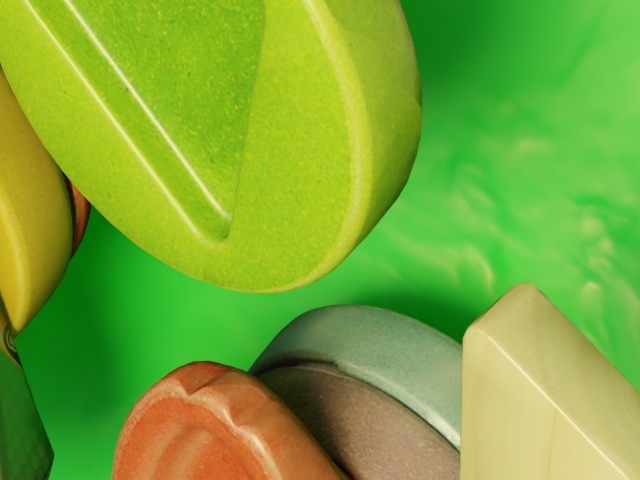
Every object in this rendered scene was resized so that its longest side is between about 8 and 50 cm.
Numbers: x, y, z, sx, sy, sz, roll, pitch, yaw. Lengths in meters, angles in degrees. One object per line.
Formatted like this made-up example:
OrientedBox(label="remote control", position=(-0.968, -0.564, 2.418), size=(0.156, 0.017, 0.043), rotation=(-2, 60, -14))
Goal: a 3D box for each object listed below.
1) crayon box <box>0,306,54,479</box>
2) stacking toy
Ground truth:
OrientedBox(label="crayon box", position=(-0.196, -0.017, 0.553), size=(0.165, 0.081, 0.278), rotation=(-6, 120, 15))
OrientedBox(label="stacking toy", position=(0.000, 0.000, 0.594), size=(0.309, 0.130, 0.279), rotation=(52, 143, -2))
